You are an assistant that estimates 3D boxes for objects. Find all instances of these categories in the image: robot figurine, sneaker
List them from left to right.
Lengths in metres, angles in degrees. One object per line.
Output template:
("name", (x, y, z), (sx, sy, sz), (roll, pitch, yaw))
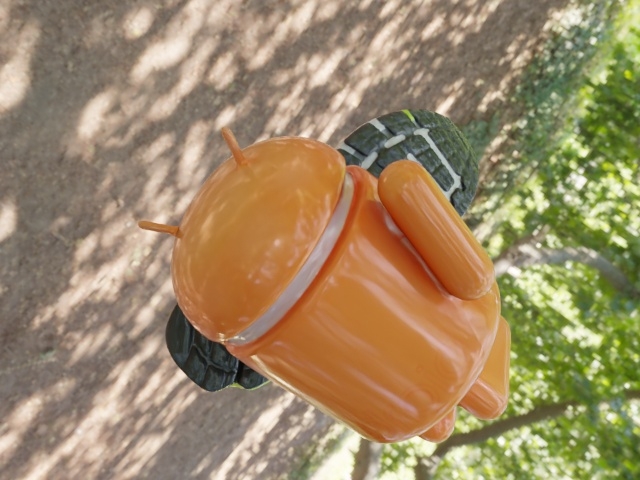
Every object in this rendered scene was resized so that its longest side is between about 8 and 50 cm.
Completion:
("sneaker", (0.000, 0.000, 0.634), (0.300, 0.111, 0.121), (-37, -176, -15))
("robot figurine", (0.012, 0.027, 0.440), (0.128, 0.219, 0.158), (-58, -161, -9))
